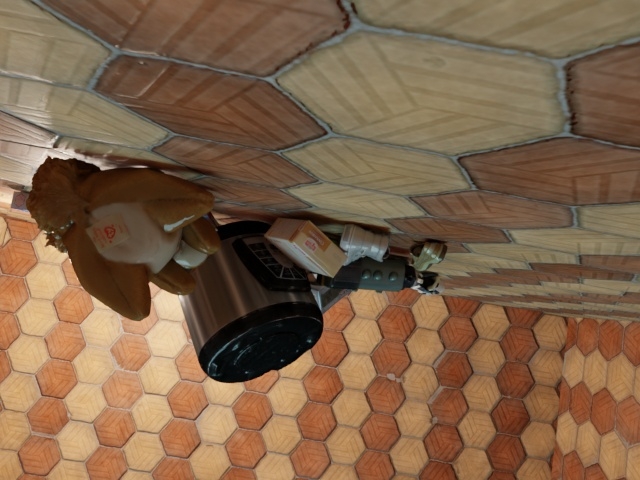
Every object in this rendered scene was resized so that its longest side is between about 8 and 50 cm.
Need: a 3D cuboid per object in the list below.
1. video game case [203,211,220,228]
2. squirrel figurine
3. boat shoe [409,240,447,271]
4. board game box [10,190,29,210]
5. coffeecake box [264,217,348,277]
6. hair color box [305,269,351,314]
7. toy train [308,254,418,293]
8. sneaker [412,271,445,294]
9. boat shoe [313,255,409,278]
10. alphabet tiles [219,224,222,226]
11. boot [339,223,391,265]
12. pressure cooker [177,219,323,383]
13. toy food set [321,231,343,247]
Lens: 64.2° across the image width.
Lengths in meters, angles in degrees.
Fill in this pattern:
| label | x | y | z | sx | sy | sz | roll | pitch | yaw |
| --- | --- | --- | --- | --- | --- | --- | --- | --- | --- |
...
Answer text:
| label | x | y | z | sx | sy | sz | roll | pitch | yaw |
| --- | --- | --- | --- | --- | --- | --- | --- | --- | --- |
| video game case | -0.404 | -0.061 | 1.459 | 0.203 | 0.025 | 0.285 | 3 | 169 | -2 |
| squirrel figurine | -0.408 | -0.041 | 1.113 | 0.396 | 0.281 | 0.370 | 24 | -177 | 0 |
| boat shoe | 0.268 | 0.032 | 1.345 | 0.072 | 0.068 | 0.190 | 22 | 162 | -3 |
| board game box | -0.859 | -0.095 | 1.835 | 0.317 | 0.066 | 0.318 | 7 | 173 | 21 |
| coffeecake box | -0.040 | 0.014 | 1.273 | 0.142 | 0.068 | 0.185 | 43 | 165 | -24 |
| hair color box | -0.089 | 0.142 | 1.940 | 0.374 | 0.114 | 0.185 | 16 | -145 | 36 |
| toy train | 0.132 | 0.096 | 1.559 | 0.333 | 0.142 | 0.190 | 7 | -177 | -19 |
| sneaker | 0.466 | 0.186 | 2.135 | 0.235 | 0.094 | 0.153 | 25 | 175 | -29 |
| boat shoe | 0.143 | 0.085 | 1.764 | 0.335 | 0.121 | 0.119 | 2 | 133 | -4 |
| alphabet tiles | -0.369 | -0.047 | 1.780 | 0.198 | 0.009 | 0.237 | 7 | 173 | 25 |
| boot | 0.116 | 0.026 | 1.319 | 0.123 | 0.095 | 0.258 | 16 | 173 | 6 |
| pressure cooker | -0.227 | 0.147 | 1.470 | 0.375 | 0.420 | 0.370 | -21 | 147 | -10 |
| toy food set | 0.000 | 0.000 | 1.512 | 0.192 | 0.039 | 0.132 | 7 | 172 | 25 |
